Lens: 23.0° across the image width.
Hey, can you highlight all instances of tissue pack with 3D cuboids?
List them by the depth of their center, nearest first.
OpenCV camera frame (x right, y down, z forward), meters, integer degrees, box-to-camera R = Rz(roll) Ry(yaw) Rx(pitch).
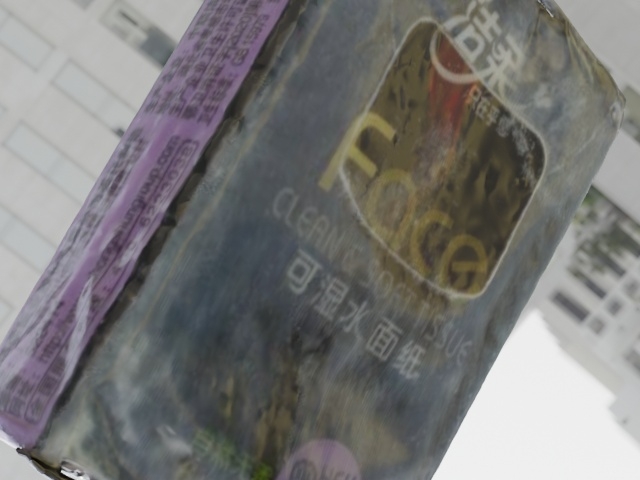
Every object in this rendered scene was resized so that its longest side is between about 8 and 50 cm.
[{"bbox_3d":[0.000,0.000,0.836,0.122,0.361,0.259,18,162,45],"label":"tissue pack"}]
